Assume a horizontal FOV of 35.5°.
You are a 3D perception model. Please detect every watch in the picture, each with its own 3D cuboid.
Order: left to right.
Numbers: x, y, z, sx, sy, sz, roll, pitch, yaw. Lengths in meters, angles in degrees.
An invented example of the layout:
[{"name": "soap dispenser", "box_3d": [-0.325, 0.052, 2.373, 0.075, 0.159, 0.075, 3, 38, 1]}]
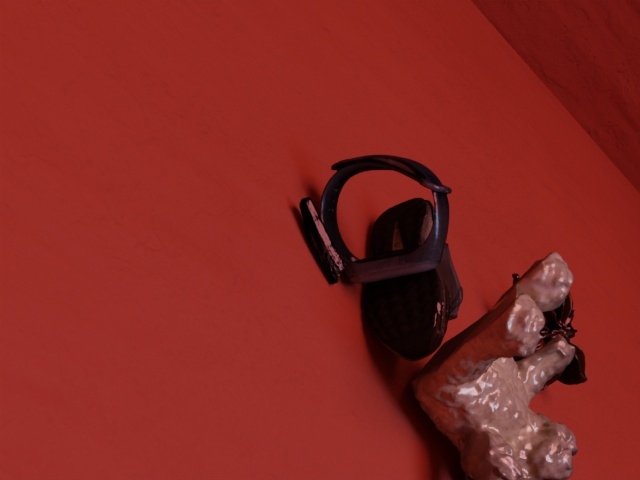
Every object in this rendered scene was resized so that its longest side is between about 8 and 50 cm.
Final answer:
[{"name": "watch", "box_3d": [0.099, -0.040, 1.500, 0.068, 0.206, 0.193, 3, 75, -60]}]

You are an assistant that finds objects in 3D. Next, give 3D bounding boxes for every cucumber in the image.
[{"name": "cucumber", "box_3d": [-0.002, 0.001, 1.482, 0.034, 0.033, 0.135, -29, 87, -30]}]

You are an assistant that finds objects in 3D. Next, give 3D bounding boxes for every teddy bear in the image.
[{"name": "teddy bear", "box_3d": [0.325, 0.270, 1.475, 0.362, 0.375, 0.327, 46, 41, 2]}]

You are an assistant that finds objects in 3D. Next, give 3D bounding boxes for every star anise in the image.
[{"name": "star anise", "box_3d": [0.433, 0.180, 1.927, 0.190, 0.125, 0.220, 6, 79, -25]}]

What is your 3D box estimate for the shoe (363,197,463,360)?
[{"name": "shoe", "box_3d": [0.163, 0.091, 1.590, 0.171, 0.132, 0.337, 53, 24, -33]}]
